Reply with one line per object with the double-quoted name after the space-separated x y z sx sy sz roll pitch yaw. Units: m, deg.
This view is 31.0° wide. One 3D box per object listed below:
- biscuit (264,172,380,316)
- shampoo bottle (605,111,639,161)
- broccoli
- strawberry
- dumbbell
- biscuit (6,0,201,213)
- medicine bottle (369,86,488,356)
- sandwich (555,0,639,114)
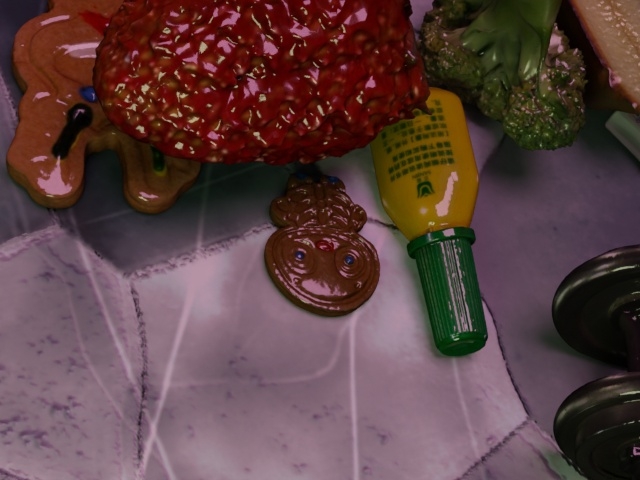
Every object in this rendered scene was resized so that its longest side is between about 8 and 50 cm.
0.000 0.000 1.206 0.124 0.026 0.175 4 55 -17 "biscuit"
0.408 -0.126 1.426 0.072 0.043 0.099 -26 68 -35 "shampoo bottle"
0.201 -0.217 1.297 0.186 0.302 0.254 -16 100 7 "broccoli"
-0.069 -0.212 1.174 0.344 0.292 0.292 -10 59 -14 "strawberry"
0.323 0.124 1.127 0.192 0.192 0.290 15 51 -8 "dumbbell"
-0.229 -0.173 1.237 0.202 0.047 0.333 6 54 -15 "biscuit"
0.122 -0.025 1.231 0.111 0.076 0.308 -18 60 18 "medicine bottle"
0.353 -0.224 1.408 0.122 0.128 0.235 -11 61 -8 "sandwich"
